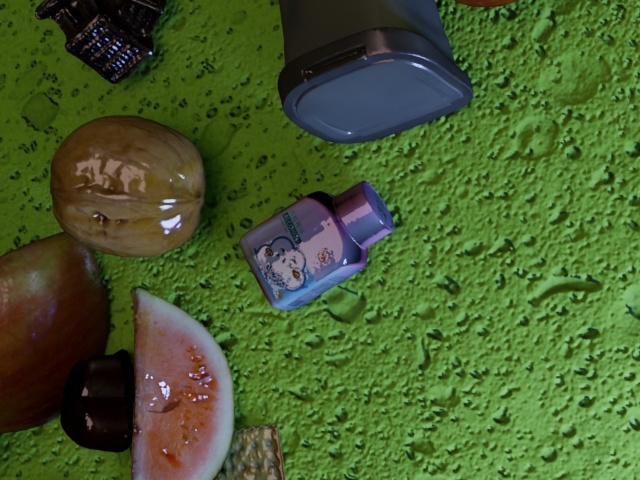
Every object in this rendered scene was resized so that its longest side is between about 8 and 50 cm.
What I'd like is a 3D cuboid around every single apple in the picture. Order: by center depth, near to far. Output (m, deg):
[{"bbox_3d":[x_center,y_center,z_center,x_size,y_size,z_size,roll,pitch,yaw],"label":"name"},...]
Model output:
[{"bbox_3d":[-0.454,0.139,1.962,0.346,0.254,0.179,-37,35,14],"label":"apple"}]

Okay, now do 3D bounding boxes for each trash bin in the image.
[{"bbox_3d":[0.054,-0.286,1.760,0.219,0.219,0.250,-17,74,25],"label":"trash bin"}]

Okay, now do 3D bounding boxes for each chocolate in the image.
[{"bbox_3d":[-0.322,0.225,1.909,0.125,0.080,0.149,-24,63,45],"label":"chocolate"}]

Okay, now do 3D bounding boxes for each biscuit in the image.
[{"bbox_3d":[-0.155,0.336,1.895,0.231,0.016,0.139,-11,82,19],"label":"biscuit"}]

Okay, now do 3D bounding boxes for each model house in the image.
[{"bbox_3d":[-0.291,-0.316,1.939,0.165,0.106,0.152,-40,73,18],"label":"model house"}]

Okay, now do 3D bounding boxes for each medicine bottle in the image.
[{"bbox_3d":[0.000,0.000,1.818,0.188,0.094,0.119,-32,76,16],"label":"medicine bottle"}]

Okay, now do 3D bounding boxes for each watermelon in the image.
[{"bbox_3d":[-0.217,0.231,1.869,0.128,0.159,0.304,-24,61,48],"label":"watermelon"}]

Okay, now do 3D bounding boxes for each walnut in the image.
[{"bbox_3d":[-0.263,-0.074,1.874,0.221,0.195,0.195,12,91,19],"label":"walnut"}]

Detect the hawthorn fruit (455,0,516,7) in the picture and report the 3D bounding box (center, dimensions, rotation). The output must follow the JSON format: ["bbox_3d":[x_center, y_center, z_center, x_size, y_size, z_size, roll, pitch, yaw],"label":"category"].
[{"bbox_3d":[0.224,-0.439,1.684,0.284,0.284,0.284,-1,86,20],"label":"hawthorn fruit"}]
